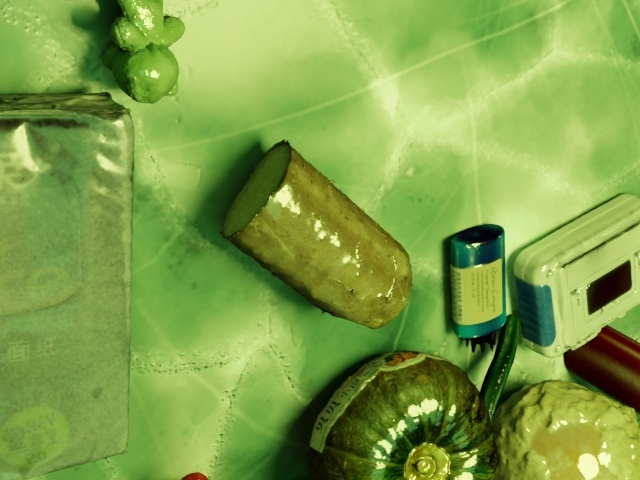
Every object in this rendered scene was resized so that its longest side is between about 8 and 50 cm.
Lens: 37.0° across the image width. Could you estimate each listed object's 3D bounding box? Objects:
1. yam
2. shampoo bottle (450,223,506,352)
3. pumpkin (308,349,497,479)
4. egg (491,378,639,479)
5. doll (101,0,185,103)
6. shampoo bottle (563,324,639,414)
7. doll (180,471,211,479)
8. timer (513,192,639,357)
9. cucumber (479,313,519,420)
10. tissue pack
[{"bbox_3d":[0.000,0.001,1.136,0.129,0.128,0.238,-35,125,27],"label":"yam"},{"bbox_3d":[0.223,0.072,1.342,0.087,0.050,0.183,-20,118,-27],"label":"shampoo bottle"},{"bbox_3d":[0.109,0.281,1.289,0.260,0.189,0.260,0,89,-19],"label":"pumpkin"},{"bbox_3d":[0.357,0.348,1.411,0.279,0.279,0.310,-29,124,-18],"label":"egg"},{"bbox_3d":[-0.186,-0.215,0.979,0.115,0.078,0.150,-27,117,-64],"label":"doll"},{"bbox_3d":[0.473,0.205,1.417,0.064,0.260,0.102,-7,112,-28],"label":"shampoo bottle"},{"bbox_3d":[-0.093,0.419,1.227,0.183,0.160,0.363,-36,123,-13],"label":"doll"},{"bbox_3d":[0.407,0.054,1.423,0.253,0.078,0.178,-28,121,-24],"label":"timer"},{"bbox_3d":[0.259,0.177,1.367,0.184,0.033,0.036,-62,176,-37],"label":"cucumber"},{"bbox_3d":[-0.337,0.053,0.955,0.288,0.124,0.394,-6,113,-29],"label":"tissue pack"}]
